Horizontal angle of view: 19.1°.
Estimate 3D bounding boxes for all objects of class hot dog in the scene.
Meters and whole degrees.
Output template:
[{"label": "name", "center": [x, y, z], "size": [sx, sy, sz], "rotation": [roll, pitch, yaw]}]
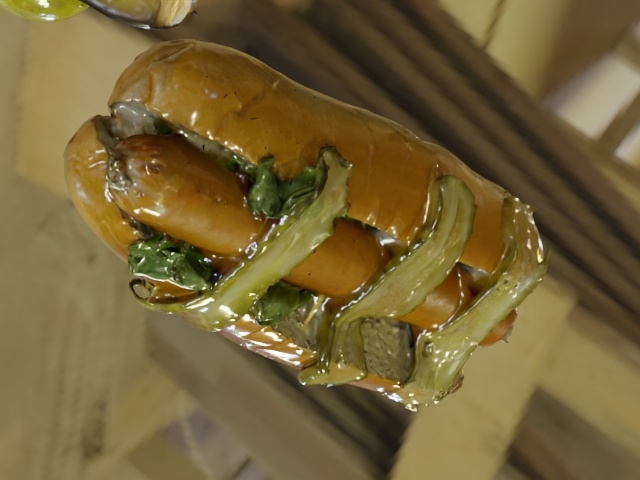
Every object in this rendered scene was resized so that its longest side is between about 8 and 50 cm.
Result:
[{"label": "hot dog", "center": [0.000, 0.000, 0.737], "size": [0.109, 0.072, 0.269], "rotation": [-52, 142, 13]}]

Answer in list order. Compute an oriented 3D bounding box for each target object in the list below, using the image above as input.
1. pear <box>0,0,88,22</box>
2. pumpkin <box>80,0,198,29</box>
[{"label": "pear", "center": [-0.200, -0.211, 1.380], "size": [0.107, 0.107, 0.131], "rotation": [-53, 180, -4]}, {"label": "pumpkin", "center": [-0.052, -0.205, 0.559], "size": [0.149, 0.130, 0.254], "rotation": [-70, 180, -75]}]
